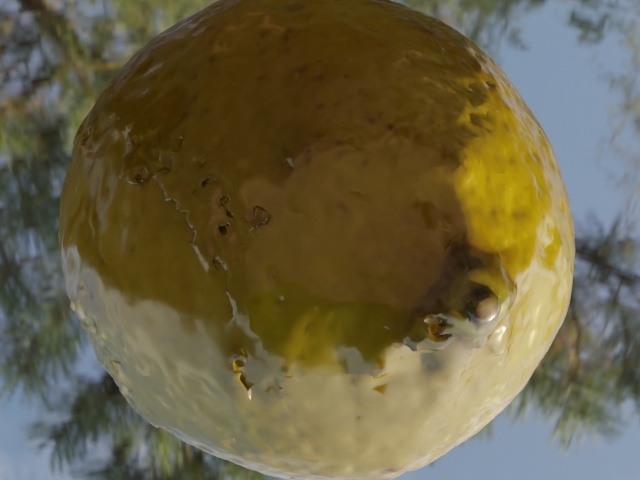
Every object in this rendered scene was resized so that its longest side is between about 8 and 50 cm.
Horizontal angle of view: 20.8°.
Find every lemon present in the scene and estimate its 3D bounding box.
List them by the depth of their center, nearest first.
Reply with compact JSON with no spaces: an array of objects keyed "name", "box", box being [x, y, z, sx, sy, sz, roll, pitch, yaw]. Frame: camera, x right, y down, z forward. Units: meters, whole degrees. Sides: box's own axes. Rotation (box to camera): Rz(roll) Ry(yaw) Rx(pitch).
[{"name":"lemon","box":[0.000,0.000,0.884,0.253,0.253,0.310,-30,-150,-19]}]
